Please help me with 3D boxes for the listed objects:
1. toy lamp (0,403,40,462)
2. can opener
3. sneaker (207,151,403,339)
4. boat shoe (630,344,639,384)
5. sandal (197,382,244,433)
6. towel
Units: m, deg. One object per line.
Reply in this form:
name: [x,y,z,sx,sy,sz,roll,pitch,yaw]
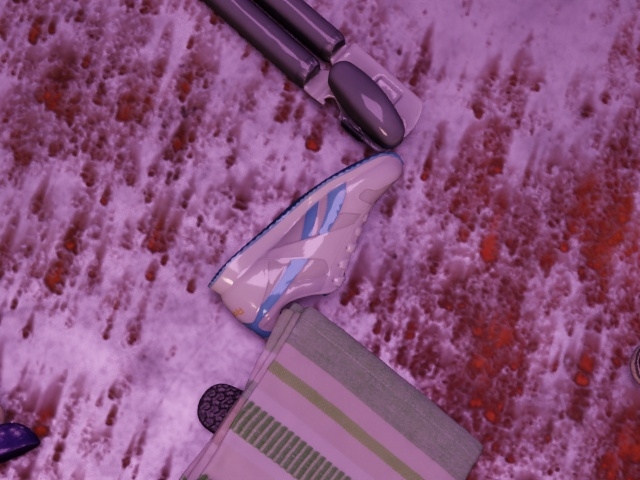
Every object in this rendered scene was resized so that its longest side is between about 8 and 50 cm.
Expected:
toy lamp: [-0.349,0.081,1.410,0.080,0.080,0.274,-22,80,-7]
can opener: [-0.009,-0.200,1.486,0.280,0.093,0.074,42,78,11]
sneaker: [0.000,0.000,1.449,0.229,0.087,0.092,-41,93,-5]
boat shoe: [0.409,0.155,1.443,0.206,0.065,0.075,24,78,2]
sandal: [-0.037,0.196,1.427,0.179,0.040,0.067,28,74,13]
towel: [-0.012,0.249,1.348,0.248,0.038,0.325,40,61,-12]
